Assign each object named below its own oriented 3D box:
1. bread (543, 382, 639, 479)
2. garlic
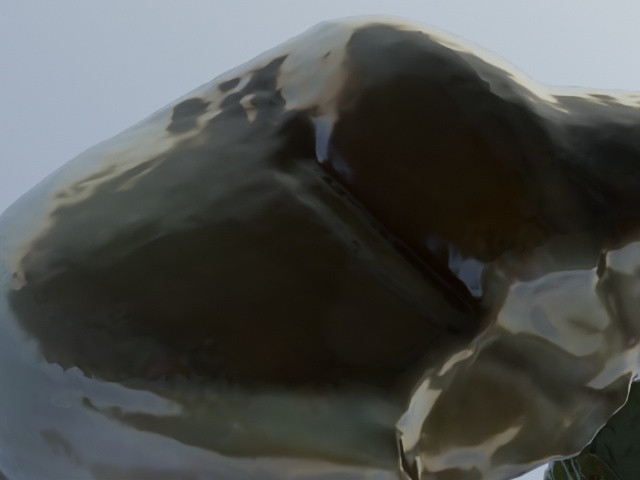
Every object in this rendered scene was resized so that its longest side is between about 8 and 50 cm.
[{"bbox_3d":[0.195,0.084,0.784,0.232,0.088,0.128,-30,-106,-23],"label":"bread"},{"bbox_3d":[0.000,0.000,0.513,0.217,0.110,0.228,-23,-165,-20],"label":"garlic"}]
